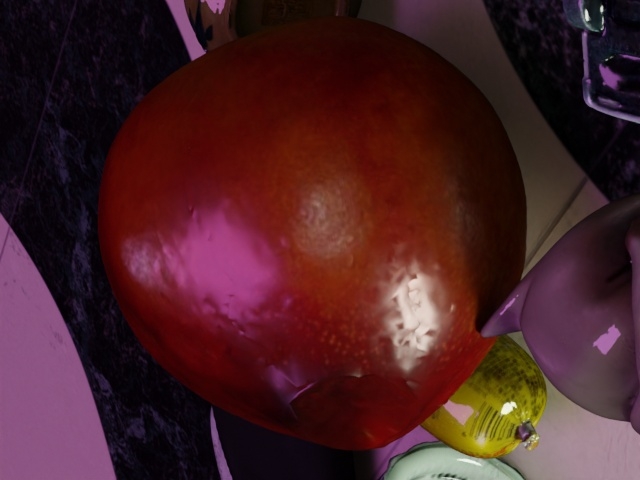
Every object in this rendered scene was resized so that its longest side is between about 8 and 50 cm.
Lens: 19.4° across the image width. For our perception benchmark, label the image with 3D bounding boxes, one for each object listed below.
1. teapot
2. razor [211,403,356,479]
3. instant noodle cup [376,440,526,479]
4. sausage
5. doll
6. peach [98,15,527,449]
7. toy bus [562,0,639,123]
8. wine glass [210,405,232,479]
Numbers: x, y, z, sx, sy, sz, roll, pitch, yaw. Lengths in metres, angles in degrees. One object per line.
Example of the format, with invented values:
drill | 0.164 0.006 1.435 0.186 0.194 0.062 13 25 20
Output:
teapot | -0.051 -0.268 1.789 0.182 0.173 0.269 -118 32 -55
razor | -0.038 0.198 2.111 0.204 0.113 0.349 22 129 44
instant noodle cup | 0.095 0.373 1.928 0.284 0.284 0.312 50 136 22
sausage | 0.095 0.101 1.845 0.347 0.123 0.123 39 140 36
doll | 0.318 0.098 1.444 0.370 0.215 0.226 43 158 27
peach | 0.000 0.000 1.653 0.388 0.388 0.388 34 136 39
toy bus | 0.267 -0.232 1.335 0.133 0.164 0.276 19 127 42
wine glass | -0.106 0.198 2.252 0.074 0.074 0.262 28 134 43
